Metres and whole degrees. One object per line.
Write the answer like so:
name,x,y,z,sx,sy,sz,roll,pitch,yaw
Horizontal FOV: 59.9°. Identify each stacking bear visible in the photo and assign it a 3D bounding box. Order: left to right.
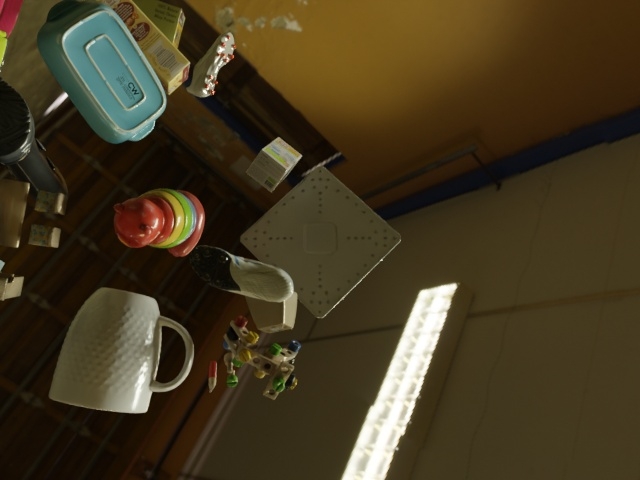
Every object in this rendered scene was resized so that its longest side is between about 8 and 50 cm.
stacking bear,-0.410,-0.049,1.382,0.164,0.175,0.289,-46,177,9

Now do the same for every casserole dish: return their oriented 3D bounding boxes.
casserole dish,-0.265,-0.211,0.703,0.037,0.188,0.114,15,-128,43

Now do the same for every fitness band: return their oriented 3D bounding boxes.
fitness band,-0.965,-0.749,1.704,0.209,0.054,0.290,18,-88,44

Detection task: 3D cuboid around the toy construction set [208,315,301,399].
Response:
toy construction set,-0.209,0.387,1.715,0.309,0.257,0.237,-32,-156,7

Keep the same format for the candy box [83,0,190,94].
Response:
candy box,-0.502,-0.559,1.522,0.087,0.316,0.183,-46,-166,-9

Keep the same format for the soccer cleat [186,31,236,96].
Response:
soccer cleat,-0.283,-0.457,1.431,0.076,0.068,0.196,13,-108,25

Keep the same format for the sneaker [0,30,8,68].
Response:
sneaker,-0.712,-0.293,1.080,0.111,0.121,0.299,-8,-109,44

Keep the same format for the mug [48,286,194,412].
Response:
mug,-0.563,0.325,1.644,0.276,0.374,0.328,109,-8,-77

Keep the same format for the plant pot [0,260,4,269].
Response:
plant pot,-1.129,0.121,1.585,0.248,0.247,0.252,77,26,-69

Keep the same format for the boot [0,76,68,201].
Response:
boot,-0.774,-0.212,1.435,0.146,0.367,0.445,-27,155,-20

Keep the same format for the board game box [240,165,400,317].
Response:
board game box,0.000,0.000,1.867,0.390,0.390,0.050,-44,165,-12

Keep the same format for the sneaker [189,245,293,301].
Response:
sneaker,-0.173,0.074,1.219,0.086,0.237,0.085,-159,-89,-77

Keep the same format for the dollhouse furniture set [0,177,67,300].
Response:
dollhouse furniture set,-0.662,-0.008,1.135,0.161,0.212,0.242,172,-73,-74

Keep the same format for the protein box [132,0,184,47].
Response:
protein box,-0.559,-0.658,1.778,0.136,0.200,0.201,-136,-118,-77

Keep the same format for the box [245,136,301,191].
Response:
box,-0.158,-0.266,1.921,0.103,0.114,0.203,-50,-176,26

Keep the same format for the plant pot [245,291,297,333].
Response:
plant pot,-0.122,0.184,1.444,0.109,0.109,0.096,-14,-113,14
